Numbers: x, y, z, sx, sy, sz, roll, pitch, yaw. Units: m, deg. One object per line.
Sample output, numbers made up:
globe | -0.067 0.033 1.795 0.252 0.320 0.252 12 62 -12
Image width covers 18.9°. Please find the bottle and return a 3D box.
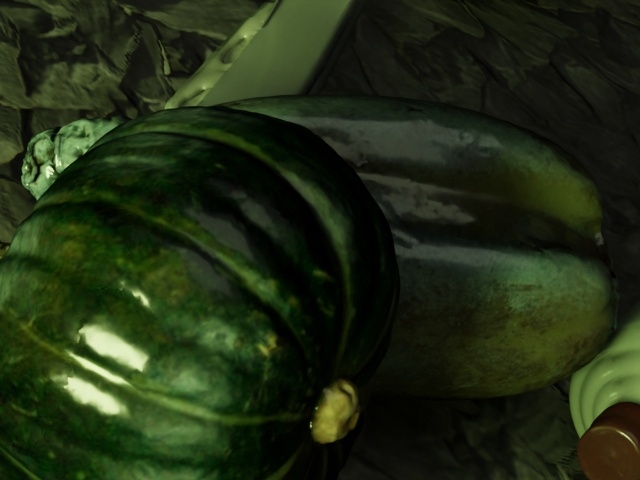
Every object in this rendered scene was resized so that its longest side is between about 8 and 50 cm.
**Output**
bottle | 0.213 0.072 1.078 0.104 0.104 0.245 39 36 14

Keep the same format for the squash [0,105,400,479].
squash | -0.061 0.045 0.831 0.172 0.218 0.218 25 28 37

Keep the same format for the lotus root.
lotus root | 0.000 0.000 1.003 0.322 0.140 0.158 8 63 -14

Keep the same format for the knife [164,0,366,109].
knife | -0.032 -0.107 1.188 0.073 0.040 0.265 22 35 6
